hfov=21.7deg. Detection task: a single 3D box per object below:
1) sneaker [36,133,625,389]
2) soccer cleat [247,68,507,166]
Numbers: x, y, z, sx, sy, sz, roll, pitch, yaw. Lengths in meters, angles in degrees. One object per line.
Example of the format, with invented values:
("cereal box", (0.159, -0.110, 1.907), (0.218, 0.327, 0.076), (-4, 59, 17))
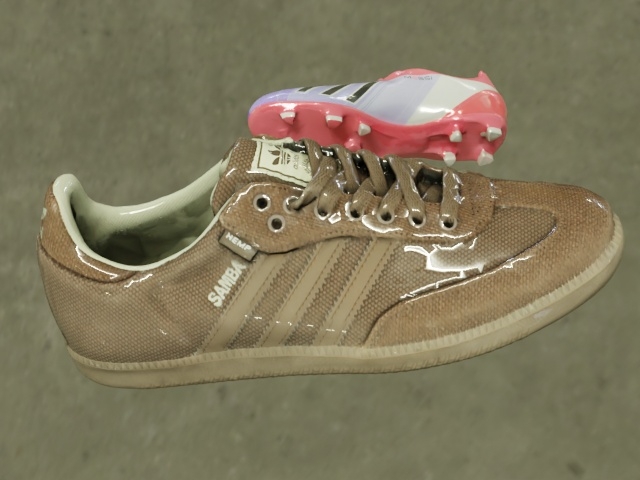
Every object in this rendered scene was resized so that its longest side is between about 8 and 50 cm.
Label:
("sneaker", (0.000, 0.000, 0.531), (0.188, 0.071, 0.066), (-12, 31, 8))
("soccer cleat", (0.053, -0.119, 1.548), (0.248, 0.083, 0.095), (1, 49, -11))
